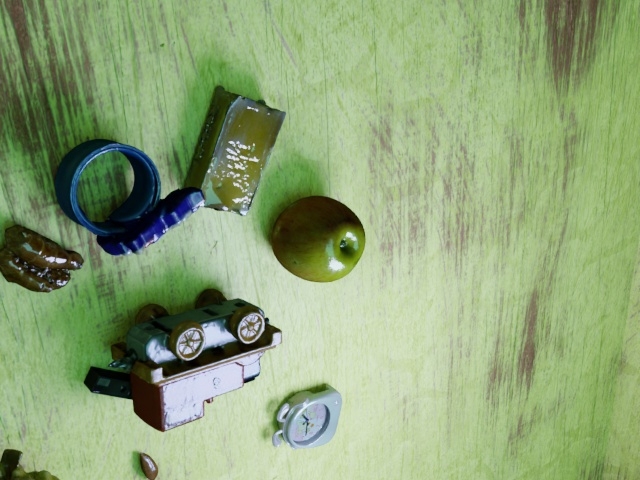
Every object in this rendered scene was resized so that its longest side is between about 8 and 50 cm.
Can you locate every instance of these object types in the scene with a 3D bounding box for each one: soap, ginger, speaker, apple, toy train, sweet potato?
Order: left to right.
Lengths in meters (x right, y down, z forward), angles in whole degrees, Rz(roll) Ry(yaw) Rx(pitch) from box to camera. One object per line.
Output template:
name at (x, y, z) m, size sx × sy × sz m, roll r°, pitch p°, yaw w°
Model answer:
ginger at (-0.500, 0.044, 1.419) m, size 0.162 × 0.073 × 0.103 m, roll 32°, pitch 90°, yaw -44°
speaker at (-0.390, 0.302, 1.651) m, size 0.191 × 0.046 × 0.040 m, roll 23°, pitch 94°, yaw -43°
sweet potato at (-0.377, 0.498, 1.763) m, size 0.034 × 0.034 × 0.095 m, roll -30°, pitch 129°, yaw -25°
toy train at (-0.258, 0.241, 1.627) m, size 0.369 × 0.163 × 0.232 m, roll -12°, pitch 112°, yaw -40°
soap at (-0.171, -0.173, 1.582) m, size 0.135 × 0.076 × 0.233 m, roll 12°, pitch 102°, yaw -43°
apple at (0.000, 0.000, 1.736) m, size 0.196 × 0.196 × 0.196 m, roll -18°, pitch 121°, yaw -32°

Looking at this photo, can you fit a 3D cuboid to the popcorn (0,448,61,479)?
popcorn at (-0.595, 0.529, 1.519) m, size 0.233 × 0.192 × 0.266 m, roll -10°, pitch 93°, yaw -19°

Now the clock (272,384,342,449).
clock at (-0.039, 0.443, 1.991) m, size 0.191 × 0.062 × 0.151 m, roll -2°, pitch 112°, yaw -38°

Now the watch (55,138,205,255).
watch at (-0.357, -0.086, 1.428) m, size 0.196 × 0.171 × 0.200 m, roll -47°, pitch 122°, yaw -28°
